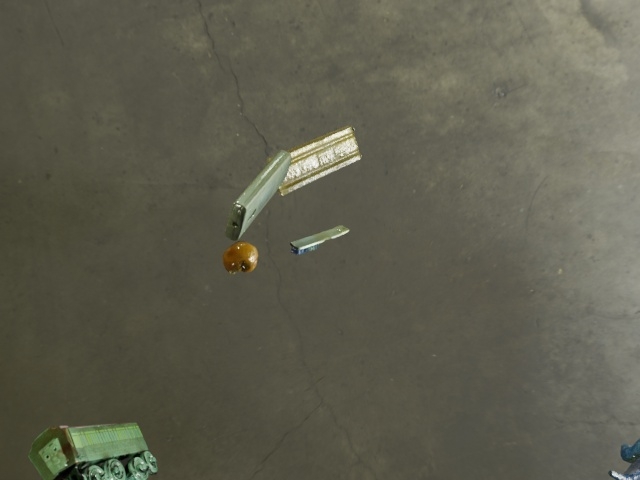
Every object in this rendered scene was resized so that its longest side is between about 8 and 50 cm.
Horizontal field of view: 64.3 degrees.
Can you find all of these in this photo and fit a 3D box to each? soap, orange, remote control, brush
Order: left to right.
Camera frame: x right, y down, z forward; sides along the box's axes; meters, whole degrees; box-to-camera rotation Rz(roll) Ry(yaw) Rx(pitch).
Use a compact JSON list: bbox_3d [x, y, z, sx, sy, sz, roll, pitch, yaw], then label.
[{"bbox_3d":[-0.186,0.043,1.183,0.086,0.062,0.086,-4,117,-9],"label":"orange"},{"bbox_3d":[-0.124,-0.099,1.049,0.038,0.098,0.234,26,43,3],"label":"remote control"},{"bbox_3d":[-0.013,-0.201,1.270,0.252,0.037,0.092,-27,113,-23],"label":"soap"},{"bbox_3d":[0.000,-0.001,1.221,0.033,0.178,0.030,27,123,37],"label":"brush"}]

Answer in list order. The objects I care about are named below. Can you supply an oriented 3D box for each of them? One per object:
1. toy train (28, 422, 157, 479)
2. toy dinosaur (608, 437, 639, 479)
[{"bbox_3d":[-0.200,0.203,0.473,0.038,0.148,0.071,-40,72,-6],"label":"toy train"},{"bbox_3d":[0.415,0.232,0.541,0.328,0.144,0.076,-5,56,-9],"label":"toy dinosaur"}]
